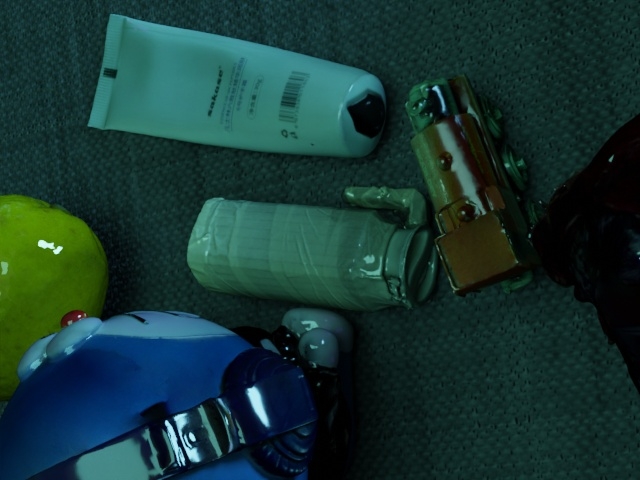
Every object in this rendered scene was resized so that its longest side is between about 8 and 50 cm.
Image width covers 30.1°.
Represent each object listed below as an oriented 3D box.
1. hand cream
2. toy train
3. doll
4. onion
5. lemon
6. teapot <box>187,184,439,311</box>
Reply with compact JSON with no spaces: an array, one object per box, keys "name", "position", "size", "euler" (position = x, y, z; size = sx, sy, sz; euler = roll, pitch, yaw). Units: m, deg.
[{"name":"hand cream","position":[-0.085,-0.131,1.046],"size":[0.321,0.067,0.109],"euler":[14,94,33]},{"name":"toy train","position":[0.113,-0.045,0.894],"size":[0.074,0.118,0.175],"euler":[-24,78,22]},{"name":"doll","position":[-0.105,0.159,0.890],"size":[0.284,0.310,0.240],"euler":[-27,76,24]},{"name":"onion","position":[0.276,0.030,0.756],"size":[0.281,0.221,0.280],"euler":[20,121,37]},{"name":"lemon","position":[-0.281,0.054,1.074],"size":[0.170,0.170,0.207],"euler":[41,107,24]},{"name":"teapot","position":[0.000,0.000,0.981],"size":[0.201,0.077,0.107],"euler":[6,59,28]}]
